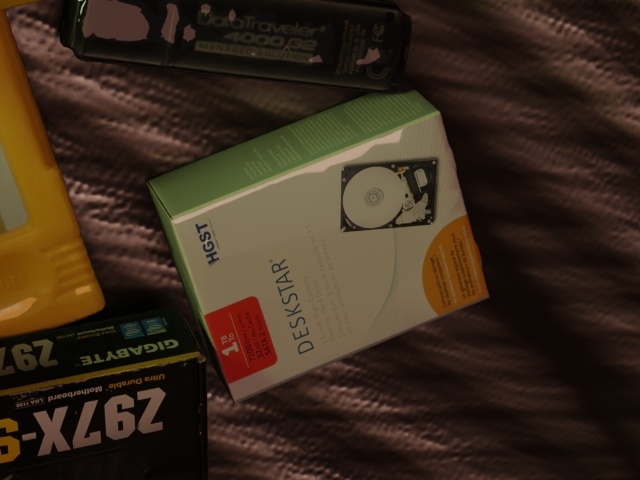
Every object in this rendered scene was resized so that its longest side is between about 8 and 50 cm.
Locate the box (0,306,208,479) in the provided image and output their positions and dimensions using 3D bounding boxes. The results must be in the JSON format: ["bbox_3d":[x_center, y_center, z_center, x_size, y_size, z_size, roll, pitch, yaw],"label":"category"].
[{"bbox_3d":[-0.252,0.202,1.538,0.322,0.079,0.257,-10,124,-17],"label":"box"}]

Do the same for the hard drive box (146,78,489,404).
[{"bbox_3d":[0.000,0.000,1.554,0.232,0.089,0.181,-23,118,-8],"label":"hard drive box"}]

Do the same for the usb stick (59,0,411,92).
[{"bbox_3d":[-0.063,-0.164,1.483,0.278,0.045,0.077,5,105,-21],"label":"usb stick"}]

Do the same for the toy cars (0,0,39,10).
[{"bbox_3d":[-0.341,-0.237,1.224,0.394,0.176,0.087,22,132,-5],"label":"toy cars"}]

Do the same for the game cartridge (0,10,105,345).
[{"bbox_3d":[-0.340,-0.038,1.437,0.285,0.052,0.323,-21,117,-9],"label":"game cartridge"}]
